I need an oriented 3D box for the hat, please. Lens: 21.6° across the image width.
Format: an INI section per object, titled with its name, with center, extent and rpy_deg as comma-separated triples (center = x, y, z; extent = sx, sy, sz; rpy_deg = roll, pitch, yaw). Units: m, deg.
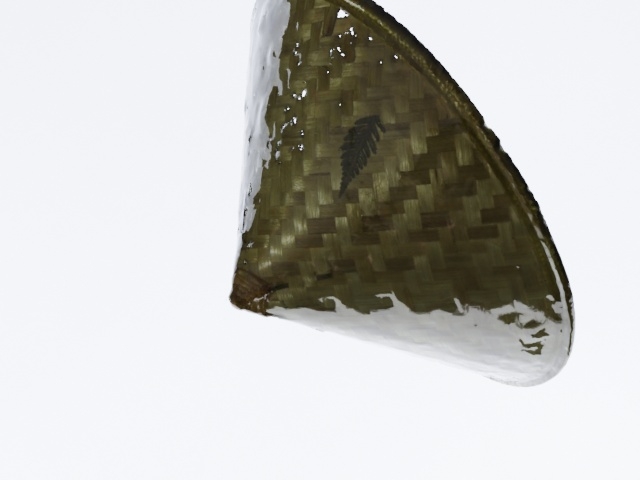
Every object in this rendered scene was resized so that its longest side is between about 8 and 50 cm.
[hat]
center = 0.000, 0.000, 0.488
extent = 0.067, 0.146, 0.146
rpy_deg = -34, -123, -19
